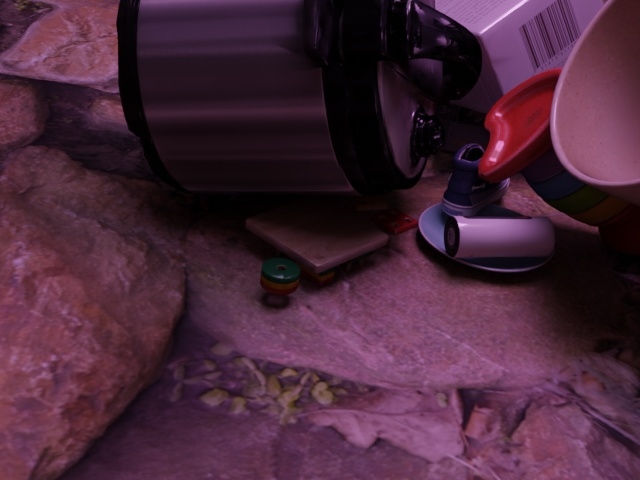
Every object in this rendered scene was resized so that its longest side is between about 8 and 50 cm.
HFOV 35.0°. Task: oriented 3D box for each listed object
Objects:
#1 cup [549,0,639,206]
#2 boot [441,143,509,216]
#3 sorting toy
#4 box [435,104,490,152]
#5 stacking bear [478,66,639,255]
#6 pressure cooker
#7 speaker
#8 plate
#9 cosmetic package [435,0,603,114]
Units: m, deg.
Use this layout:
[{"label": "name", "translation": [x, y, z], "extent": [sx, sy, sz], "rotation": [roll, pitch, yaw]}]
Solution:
[{"label": "cup", "translation": [0.471, -0.153, 1.180], "extent": [0.237, 0.331, 0.331], "rotation": [30, 21, -26]}, {"label": "boot", "translation": [0.232, -0.102, 1.454], "extent": [0.069, 0.086, 0.190], "rotation": [19, 29, 18]}, {"label": "sorting toy", "translation": [0.000, 0.000, 1.302], "extent": [0.132, 0.046, 0.274], "rotation": [32, 38, 34]}, {"label": "box", "translation": [0.275, -0.211, 1.725], "extent": [0.183, 0.056, 0.231], "rotation": [10, 30, 4]}, {"label": "stacking bear", "translation": [0.377, -0.086, 1.389], "extent": [0.289, 0.164, 0.175], "rotation": [38, 40, -19]}, {"label": "pressure cooker", "translation": [-0.003, -0.234, 1.319], "extent": [0.420, 0.376, 0.370], "rotation": [2, 42, 20]}, {"label": "speaker", "translation": [0.233, -0.004, 1.317], "extent": [0.136, 0.055, 0.055], "rotation": [0, 31, -14]}, {"label": "plate", "translation": [0.224, -0.001, 1.387], "extent": [0.188, 0.024, 0.188], "rotation": [7, 30, -4]}, {"label": "cosmetic package", "translation": [0.234, -0.360, 1.686], "extent": [0.230, 0.162, 0.453], "rotation": [-37, 31, -13]}]
